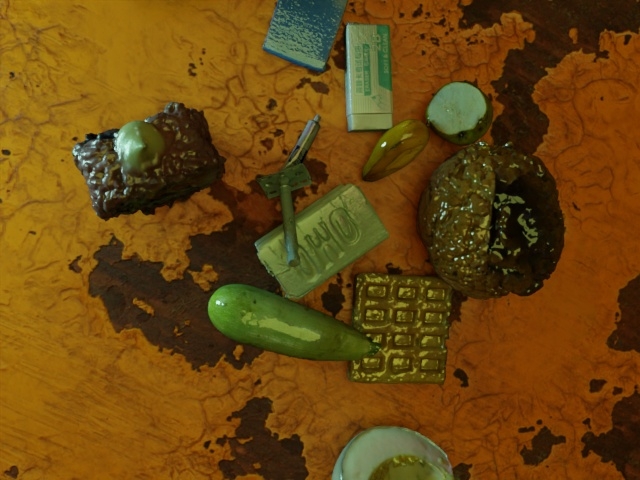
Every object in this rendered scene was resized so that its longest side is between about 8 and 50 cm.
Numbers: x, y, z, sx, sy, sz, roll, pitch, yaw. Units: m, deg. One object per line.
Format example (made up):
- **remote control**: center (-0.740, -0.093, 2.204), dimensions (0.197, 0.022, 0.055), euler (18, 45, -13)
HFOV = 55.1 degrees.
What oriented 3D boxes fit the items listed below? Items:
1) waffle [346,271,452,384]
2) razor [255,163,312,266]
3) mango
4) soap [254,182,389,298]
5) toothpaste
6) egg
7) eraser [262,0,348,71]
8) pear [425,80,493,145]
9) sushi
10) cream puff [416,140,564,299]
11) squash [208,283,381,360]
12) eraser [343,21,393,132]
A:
- **waffle**: center (0.175, 0.195, 1.358), dimensions (0.221, 0.055, 0.247), euler (4, 93, -8)
- **razor**: center (-0.063, -0.048, 1.229), dimensions (0.106, 0.231, 0.068), euler (-19, 141, 11)
- **mango**: center (0.161, -0.193, 1.313), dimensions (0.187, 0.101, 0.066), euler (-44, 57, 19)
- **soap**: center (0.000, 0.000, 1.301), dimensions (0.262, 0.094, 0.150), euler (-35, 97, -5)
- **toothpaste**: center (-0.042, -0.193, 1.317), dimensions (0.045, 0.028, 0.169), euler (28, 91, -16)
- **egg**: center (0.126, 0.527, 1.320), dimensions (0.271, 0.161, 0.206), euler (-24, 61, -38)
- **eraser**: center (-0.009, -0.524, 1.296), dimensions (0.144, 0.042, 0.311), euler (18, 91, -10)
- **pear**: center (0.302, -0.267, 1.326), dimensions (0.141, 0.104, 0.140), euler (-6, 71, 18)
- **sushi**: center (-0.325, -0.156, 1.180), dimensions (0.270, 0.236, 0.170), euler (-21, 88, -3)
- **cream puff**: center (0.371, -0.046, 1.279), dimensions (0.343, 0.231, 0.327), euler (-43, 94, -9)
- **squash**: center (-0.057, 0.188, 1.277), dimensions (0.371, 0.118, 0.118), euler (19, 90, -2)
- **eraser**: center (0.102, -0.348, 1.317), dimensions (0.096, 0.052, 0.224), euler (-3, 93, -11)
